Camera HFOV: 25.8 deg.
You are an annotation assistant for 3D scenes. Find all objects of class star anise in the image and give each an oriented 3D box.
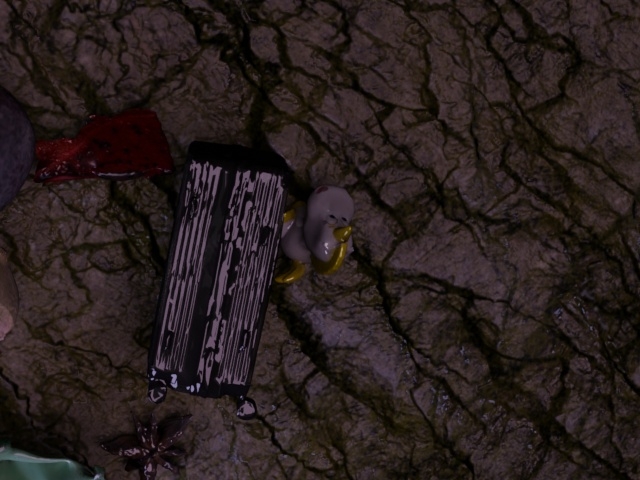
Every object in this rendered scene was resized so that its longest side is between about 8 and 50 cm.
[{"bbox_3d":[-0.233,0.289,1.993,0.129,0.056,0.124,-38,111,-6],"label":"star anise"}]

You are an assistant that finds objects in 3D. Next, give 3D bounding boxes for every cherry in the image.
[{"bbox_3d":[-0.458,-0.111,1.757,0.195,0.195,0.195,-4,104,-17],"label":"cherry"}]

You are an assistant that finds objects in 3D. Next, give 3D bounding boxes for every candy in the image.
[{"bbox_3d":[-0.470,0.386,1.837,0.398,0.263,0.172,-16,75,-16],"label":"candy"}]

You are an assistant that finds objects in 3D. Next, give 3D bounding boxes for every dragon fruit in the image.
[{"bbox_3d":[-0.290,-0.093,1.847,0.192,0.122,0.092,-14,145,-34],"label":"dragon fruit"}]

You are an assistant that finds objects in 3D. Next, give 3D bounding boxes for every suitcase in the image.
[{"bbox_3d":[-0.133,0.041,1.870,0.152,0.229,0.335,11,99,-7],"label":"suitcase"}]

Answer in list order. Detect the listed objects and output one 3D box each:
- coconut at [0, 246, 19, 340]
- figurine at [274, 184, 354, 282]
[{"bbox_3d":[-0.479,0.071,1.796,0.194,0.194,0.194,-4,104,-17],"label":"coconut"},{"bbox_3d":[0.003,-0.008,1.943,0.109,0.178,0.130,21,68,-27],"label":"figurine"}]
